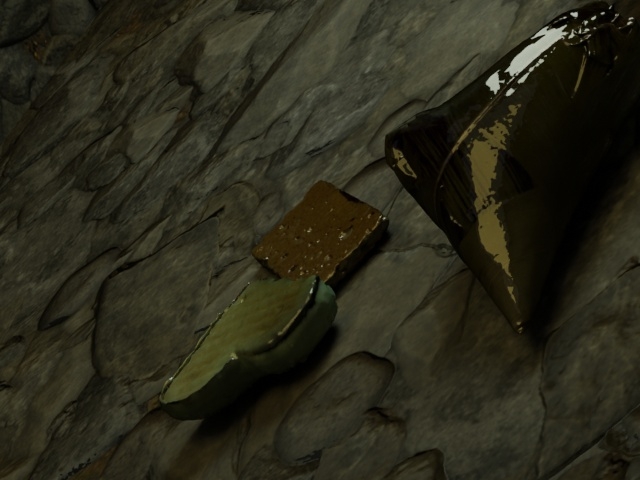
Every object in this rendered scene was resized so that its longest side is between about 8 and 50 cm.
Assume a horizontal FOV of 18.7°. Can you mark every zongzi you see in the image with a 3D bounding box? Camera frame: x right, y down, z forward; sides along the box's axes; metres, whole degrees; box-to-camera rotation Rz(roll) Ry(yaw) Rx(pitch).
[{"bbox_3d":[0.232,-0.071,1.816,0.274,0.145,0.300,-37,39,5],"label":"zongzi"}]

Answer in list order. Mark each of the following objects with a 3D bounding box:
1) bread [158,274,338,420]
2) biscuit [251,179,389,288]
[{"bbox_3d":[-0.073,0.109,2.083,0.232,0.064,0.172,-35,23,18],"label":"bread"},{"bbox_3d":[0.000,0.000,2.200,0.131,0.025,0.231,-47,22,-3],"label":"biscuit"}]
